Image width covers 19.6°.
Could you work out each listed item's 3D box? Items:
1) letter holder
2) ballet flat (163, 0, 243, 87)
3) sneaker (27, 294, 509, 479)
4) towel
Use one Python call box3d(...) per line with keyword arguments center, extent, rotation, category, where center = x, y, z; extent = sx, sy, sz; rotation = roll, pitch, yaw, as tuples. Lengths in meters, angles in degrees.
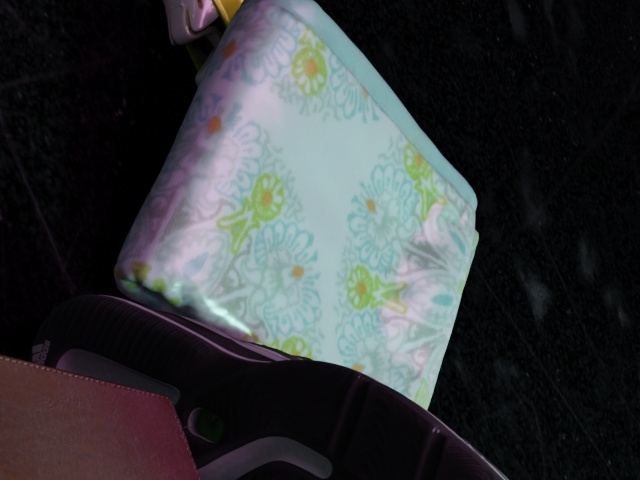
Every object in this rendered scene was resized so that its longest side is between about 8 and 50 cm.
box3d(center=(-0.210, 0.202, 1.187), extent=(0.302, 0.152, 0.214), rotation=(21, 36, -51), category="letter holder")
box3d(center=(-0.097, -0.180, 1.707), extent=(0.077, 0.077, 0.231), rotation=(-38, 108, -43), category="ballet flat")
box3d(center=(0.018, 0.159, 1.406), extent=(0.257, 0.447, 0.169), rotation=(8, 105, -60), category="sneaker")
box3d(center=(0.000, 0.000, 1.675), extent=(0.374, 0.090, 0.321), rotation=(45, 53, -37), category="towel")
